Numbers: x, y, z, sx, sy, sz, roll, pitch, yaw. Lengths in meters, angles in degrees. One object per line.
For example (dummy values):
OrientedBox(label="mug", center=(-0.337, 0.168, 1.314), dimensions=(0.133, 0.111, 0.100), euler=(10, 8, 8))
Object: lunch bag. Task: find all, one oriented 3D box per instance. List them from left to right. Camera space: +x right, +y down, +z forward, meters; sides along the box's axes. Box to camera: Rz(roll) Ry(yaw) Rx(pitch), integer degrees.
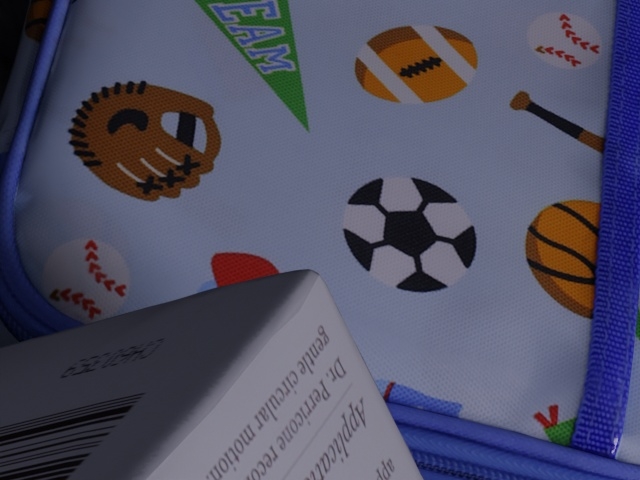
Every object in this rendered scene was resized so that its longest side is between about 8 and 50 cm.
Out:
OrientedBox(label="lunch bag", center=(0.033, -0.042, 0.591), dimensions=(0.115, 0.243, 0.303), euler=(105, -2, -53))

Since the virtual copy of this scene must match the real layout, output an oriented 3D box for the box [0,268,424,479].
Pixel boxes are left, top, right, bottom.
OrientedBox(label="box", center=(-0.081, 0.113, 0.410), dimensions=(0.119, 0.182, 0.181), euler=(64, 34, -16))
